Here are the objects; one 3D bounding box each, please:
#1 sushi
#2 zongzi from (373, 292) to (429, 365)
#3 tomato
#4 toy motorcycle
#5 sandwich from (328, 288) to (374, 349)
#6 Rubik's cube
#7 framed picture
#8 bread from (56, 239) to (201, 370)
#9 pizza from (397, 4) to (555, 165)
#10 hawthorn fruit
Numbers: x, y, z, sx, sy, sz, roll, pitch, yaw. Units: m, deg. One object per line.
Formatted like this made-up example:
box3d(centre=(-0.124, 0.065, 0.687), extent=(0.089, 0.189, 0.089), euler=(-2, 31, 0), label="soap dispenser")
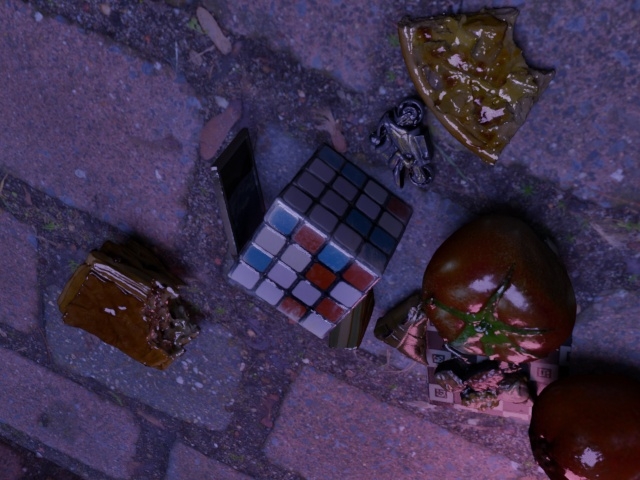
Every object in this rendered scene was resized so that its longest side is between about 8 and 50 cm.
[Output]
box3d(centre=(0.411, 0.320, 1.516), extent=(0.343, 0.064, 0.359), euler=(4, 125, 21), label="sushi")
box3d(centre=(0.246, 0.212, 1.498), extent=(0.178, 0.081, 0.189), euler=(37, 130, -11), label="zongzi")
box3d(centre=(0.359, 0.095, 1.261), extent=(0.304, 0.239, 0.303), euler=(20, 140, 18), label="tomato")
box3d(centre=(0.158, -0.188, 1.255), extent=(0.124, 0.061, 0.193), euler=(2, 125, 26), label="toy motorcycle")
box3d(centre=(0.066, 0.161, 1.482), extent=(0.079, 0.163, 0.113), euler=(2, 124, 22), label="sandwich")
box3d(centre=(0.001, 0.001, 1.332), extent=(0.256, 0.259, 0.253), euler=(36, 129, -5), label="Rubik's cube")
box3d(centre=(-0.174, -0.091, 1.386), extent=(0.023, 0.189, 0.259), euler=(1, 124, 17), label="framed picture")
box3d(centre=(-0.491, 0.164, 1.715), extent=(0.370, 0.191, 0.314), euler=(33, 126, -18), label="bread")
box3d(centre=(0.280, -0.284, 1.119), extent=(0.223, 0.089, 0.323), euler=(-25, 112, 38), label="pizza")
box3d(centre=(0.606, 0.421, 1.373), extent=(0.311, 0.295, 0.295), euler=(-25, 111, 30), label="hawthorn fruit")
